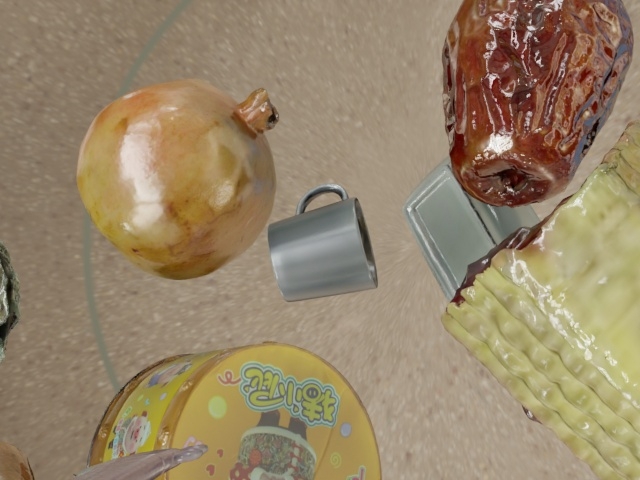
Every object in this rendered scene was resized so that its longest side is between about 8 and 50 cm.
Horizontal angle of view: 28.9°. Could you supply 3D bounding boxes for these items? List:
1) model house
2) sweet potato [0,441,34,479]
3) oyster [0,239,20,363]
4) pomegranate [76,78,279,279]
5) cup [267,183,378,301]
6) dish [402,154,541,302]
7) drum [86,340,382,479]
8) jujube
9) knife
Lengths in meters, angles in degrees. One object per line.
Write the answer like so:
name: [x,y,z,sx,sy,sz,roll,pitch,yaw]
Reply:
model house: [0.179,0.052,0.650,0.160,0.254,0.196,-44,85,2]
sweet potato: [-0.157,0.215,0.617,0.067,0.281,0.059,-23,130,4]
oyster: [-0.487,0.071,1.616,0.198,0.112,0.268,18,70,-11]
pomegranate: [-0.161,-0.089,1.529,0.270,0.252,0.229,-39,62,5]
cup: [0.000,0.000,1.030,0.077,0.078,0.100,-13,59,8]
dish: [0.173,-0.003,1.424,0.151,0.077,0.212,-44,61,33]
drum: [-0.120,0.364,1.870,0.214,0.431,0.431,-15,88,49]
jujube: [0.218,-0.171,1.270,0.197,0.197,0.290,14,59,5]
knife: [-0.186,0.212,1.039,0.132,0.398,0.038,-15,85,5]
